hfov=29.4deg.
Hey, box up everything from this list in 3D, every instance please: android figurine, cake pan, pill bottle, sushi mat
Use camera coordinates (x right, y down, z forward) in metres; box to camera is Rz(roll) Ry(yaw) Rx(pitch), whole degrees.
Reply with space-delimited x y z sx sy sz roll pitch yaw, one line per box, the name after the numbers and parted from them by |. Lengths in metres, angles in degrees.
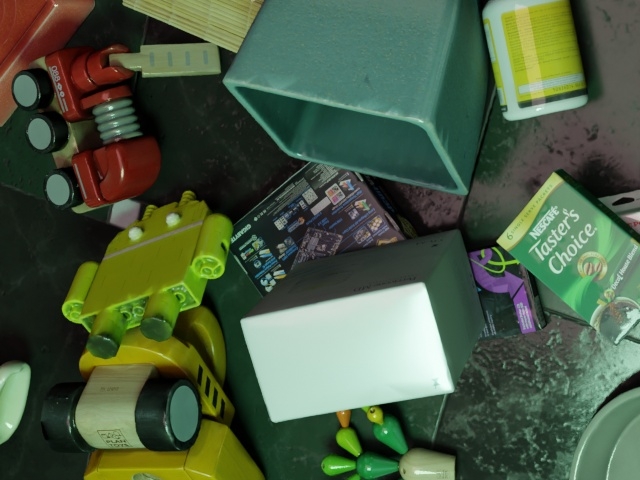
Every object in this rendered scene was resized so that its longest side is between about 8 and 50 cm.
-0.221 0.034 1.607 0.248 0.273 0.056 -18 126 25 | android figurine
0.419 0.312 1.416 0.293 0.054 0.293 -4 85 50 | cake pan
0.247 -0.238 1.428 0.103 0.103 0.184 -10 95 24 | pill bottle
-0.131 -0.333 1.585 0.316 0.019 0.151 27 111 30 | sushi mat

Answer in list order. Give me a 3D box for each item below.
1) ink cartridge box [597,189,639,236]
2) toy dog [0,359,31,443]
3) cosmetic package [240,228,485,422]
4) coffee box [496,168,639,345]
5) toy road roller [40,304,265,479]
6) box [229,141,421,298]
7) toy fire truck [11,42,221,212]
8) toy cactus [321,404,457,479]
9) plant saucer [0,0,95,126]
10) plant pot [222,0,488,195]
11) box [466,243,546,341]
0.366 0.016 1.429 0.092 0.090 0.143 -13 94 25 | ink cartridge box
-0.678 0.231 1.847 0.408 0.284 0.395 33 147 13 | toy dog
0.057 0.097 1.453 0.224 0.224 0.138 -13 103 19 | cosmetic package
0.303 0.019 1.385 0.184 0.040 0.113 44 115 13 | coffee box
-0.204 0.237 1.683 0.202 0.240 0.329 -5 134 24 | toy road roller
0.000 0.000 1.604 0.220 0.051 0.175 -39 83 24 | box
-0.258 -0.171 1.649 0.246 0.158 0.217 -16 92 35 | toy fire truck
0.086 0.293 1.602 0.180 0.112 0.219 0 91 13 | toy cactus
-0.486 -0.339 1.756 0.259 0.048 0.258 48 113 10 | plant saucer
0.071 -0.229 1.432 0.247 0.248 0.252 14 78 20 | plant pot
0.193 0.071 1.547 0.162 0.029 0.116 -14 94 26 | box
